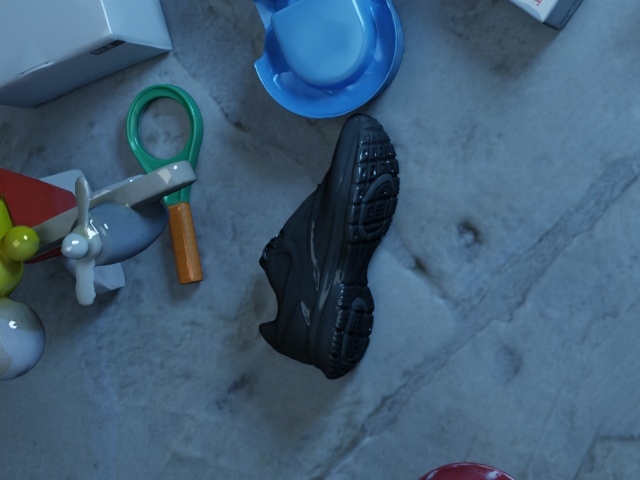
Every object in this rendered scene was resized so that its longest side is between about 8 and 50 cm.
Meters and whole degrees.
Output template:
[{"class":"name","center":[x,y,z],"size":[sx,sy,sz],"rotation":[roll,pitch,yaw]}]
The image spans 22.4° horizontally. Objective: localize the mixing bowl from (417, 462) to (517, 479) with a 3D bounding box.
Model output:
[{"class":"mixing bowl","center":[0.142,0.329,1.692],"size":[0.181,0.098,0.181],"rotation":[0,91,23]}]

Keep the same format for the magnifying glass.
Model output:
[{"class":"magnifying glass","center":[-0.167,-0.065,1.851],"size":[0.092,0.026,0.231],"rotation":[-11,85,22]}]

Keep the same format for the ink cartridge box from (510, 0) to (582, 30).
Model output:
[{"class":"ink cartridge box","center":[0.206,-0.318,1.664],"size":[0.175,0.072,0.127],"rotation":[38,104,18]}]

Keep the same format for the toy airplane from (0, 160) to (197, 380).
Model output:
[{"class":"toy airplane","center":[-0.338,0.022,1.734],"size":[0.384,0.386,0.272],"rotation":[-7,70,-15]}]

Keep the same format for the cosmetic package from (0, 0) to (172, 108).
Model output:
[{"class":"cosmetic package","center":[-0.337,-0.364,1.843],"size":[0.217,0.156,0.385],"rotation":[-17,86,22]}]

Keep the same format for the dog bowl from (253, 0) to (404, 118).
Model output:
[{"class":"dog bowl","center":[-0.009,-0.274,1.753],"size":[0.166,0.074,0.297],"rotation":[-24,82,21]}]

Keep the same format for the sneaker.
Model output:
[{"class":"sneaker","center":[0.000,0.000,1.743],"size":[0.130,0.109,0.286],"rotation":[15,95,27]}]
